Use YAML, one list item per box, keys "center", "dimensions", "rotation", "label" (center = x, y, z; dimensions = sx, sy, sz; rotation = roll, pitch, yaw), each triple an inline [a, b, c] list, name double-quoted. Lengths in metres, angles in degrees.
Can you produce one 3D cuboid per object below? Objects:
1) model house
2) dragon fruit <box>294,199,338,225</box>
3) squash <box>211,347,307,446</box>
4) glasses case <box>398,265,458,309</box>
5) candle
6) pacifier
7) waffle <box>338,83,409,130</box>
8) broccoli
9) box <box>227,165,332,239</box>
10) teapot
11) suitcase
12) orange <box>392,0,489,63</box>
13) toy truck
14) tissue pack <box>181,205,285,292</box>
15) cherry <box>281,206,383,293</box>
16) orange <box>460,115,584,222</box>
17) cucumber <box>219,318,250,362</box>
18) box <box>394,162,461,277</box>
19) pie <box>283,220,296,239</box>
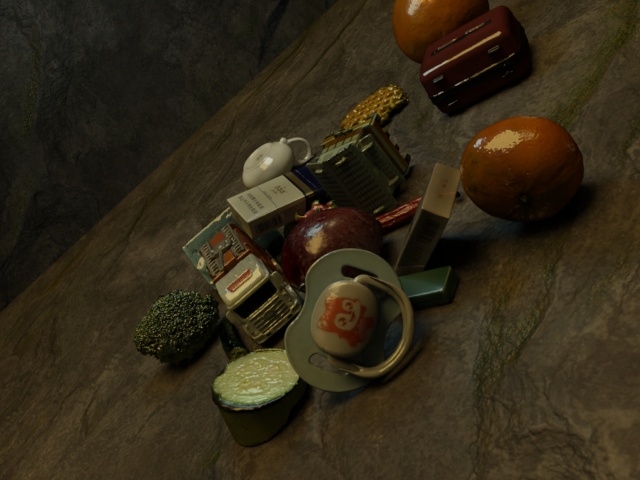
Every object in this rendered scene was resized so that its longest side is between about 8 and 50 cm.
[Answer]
- center: [0.103, -0.195, 1.935]
  dimensions: [0.199, 0.224, 0.215]
  rotation: [-20, 33, 35]
  label: "model house"
- center: [-0.004, -0.001, 1.900]
  dimensions: [0.137, 0.135, 0.235]
  rotation: [-8, 59, 40]
  label: "dragon fruit"
- center: [-0.121, 0.340, 1.584]
  dimensions: [0.220, 0.133, 0.220]
  rotation: [-19, 24, 9]
  label: "squash"
- center: [0.204, 0.109, 1.544]
  dimensions: [0.184, 0.039, 0.077]
  rotation: [-17, 35, 40]
  label: "glasses case"
- center: [0.201, -0.065, 1.808]
  dimensions: [0.329, 0.048, 0.051]
  rotation: [-25, -11, 29]
  label: "candle"
- center: [0.063, 0.172, 1.514]
  dimensions: [0.233, 0.244, 0.299]
  rotation: [106, -175, -84]
  label: "pacifier"
- center: [0.170, -0.431, 2.404]
  dimensions: [0.254, 0.052, 0.245]
  rotation: [-40, 25, 3]
  label: "waffle"
- center: [-0.397, 0.237, 2.004]
  dimensions: [0.226, 0.198, 0.176]
  rotation: [-27, -24, -41]
  label: "broccoli"
- center: [-0.114, -0.111, 2.016]
  dimensions: [0.259, 0.071, 0.168]
  rotation: [-24, 35, -15]
  label: "box"
- center: [-0.164, -0.251, 2.476]
  dimensions: [0.298, 0.139, 0.204]
  rotation: [-40, 25, 8]
  label: "teapot"
- center: [0.440, -0.516, 2.052]
  dimensions: [0.297, 0.161, 0.236]
  rotation: [-26, 29, 30]
  label: "suitcase"
- center: [0.380, -0.702, 2.266]
  dimensions: [0.312, 0.312, 0.312]
  rotation: [-31, 28, 19]
  label: "orange"
- center: [-0.196, 0.099, 1.900]
  dimensions: [0.173, 0.207, 0.387]
  rotation: [-42, 27, -1]
  label: "toy truck"
- center: [-0.260, 0.011, 2.155]
  dimensions: [0.257, 0.185, 0.081]
  rotation: [-41, -13, -1]
  label: "tissue pack"
- center: [0.033, 0.027, 1.724]
  dimensions: [0.300, 0.203, 0.230]
  rotation: [-38, 21, -26]
  label: "cherry"
- center: [0.402, -0.136, 1.444]
  dimensions: [0.240, 0.240, 0.171]
  rotation: [-21, 38, 35]
  label: "orange"
- center: [-0.234, 0.258, 1.883]
  dimensions: [0.058, 0.052, 0.214]
  rotation: [-23, 24, -10]
  label: "cucumber"
- center: [0.230, -0.034, 1.557]
  dimensions: [0.233, 0.067, 0.149]
  rotation: [106, -172, -51]
  label: "box"
- center: [-0.026, -0.107, 2.122]
  dimensions: [0.201, 0.090, 0.248]
  rotation: [-16, 38, 36]
  label: "pie"
